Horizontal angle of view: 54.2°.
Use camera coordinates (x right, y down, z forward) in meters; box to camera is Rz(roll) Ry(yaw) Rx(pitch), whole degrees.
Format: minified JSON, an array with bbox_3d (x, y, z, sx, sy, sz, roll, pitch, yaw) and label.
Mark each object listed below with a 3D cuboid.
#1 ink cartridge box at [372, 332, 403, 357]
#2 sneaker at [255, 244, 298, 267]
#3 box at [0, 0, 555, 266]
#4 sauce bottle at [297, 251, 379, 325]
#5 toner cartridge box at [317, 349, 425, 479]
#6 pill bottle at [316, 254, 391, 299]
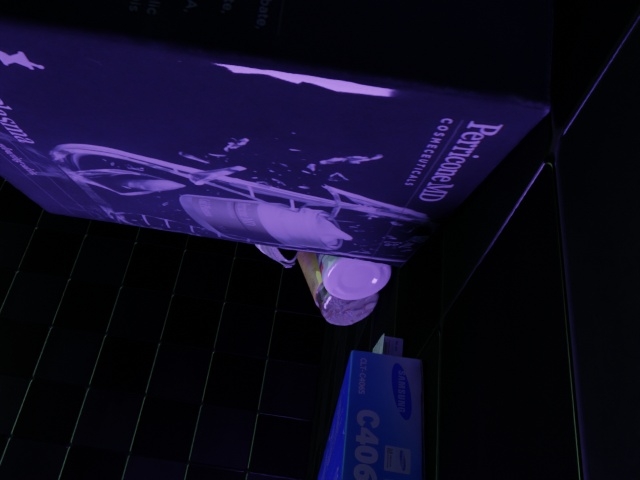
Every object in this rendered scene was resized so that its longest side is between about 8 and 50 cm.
[{"bbox_3d":[0.081,0.146,0.758,0.083,0.028,0.048,100,178,-67],"label":"ink cartridge box"},{"bbox_3d":[-0.048,-0.086,1.055,0.115,0.105,0.281,46,139,50],"label":"sneaker"},{"bbox_3d":[-0.089,-0.188,0.611,0.480,0.471,0.297,102,175,-76],"label":"box"},{"bbox_3d":[0.000,0.000,1.160,0.344,0.111,0.111,-116,27,-44],"label":"sauce bottle"},{"bbox_3d":[0.038,0.286,0.677,0.348,0.075,0.165,99,178,-47],"label":"toner cartridge box"},{"bbox_3d":[0.040,-0.010,1.001,0.193,0.108,0.108,-105,17,-44],"label":"pill bottle"}]
